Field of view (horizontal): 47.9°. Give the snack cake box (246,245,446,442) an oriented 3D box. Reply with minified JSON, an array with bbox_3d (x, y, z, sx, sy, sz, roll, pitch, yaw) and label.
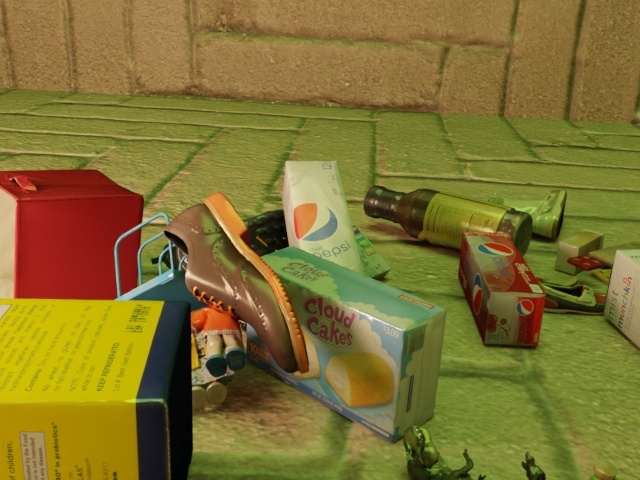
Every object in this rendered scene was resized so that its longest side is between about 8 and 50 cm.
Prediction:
[{"bbox_3d":[0.023,0.122,0.920,0.264,0.152,0.089,20,27,40],"label":"snack cake box"}]

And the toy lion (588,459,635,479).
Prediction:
[{"bbox_3d":[0.312,0.273,0.731,0.096,0.034,0.100,26,30,32],"label":"toy lion"}]

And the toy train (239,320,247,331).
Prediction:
[{"bbox_3d":[-0.141,0.109,1.098,0.158,0.036,0.027,14,24,28],"label":"toy train"}]

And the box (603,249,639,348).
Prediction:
[{"bbox_3d":[0.604,0.109,1.067,0.262,0.126,0.231,-1,23,-8],"label":"box"}]

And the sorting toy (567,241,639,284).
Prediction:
[{"bbox_3d":[0.575,0.054,1.312,0.275,0.046,0.132,-10,24,-31],"label":"sorting toy"}]

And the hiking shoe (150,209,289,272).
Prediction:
[{"bbox_3d":[-0.135,0.005,1.274,0.304,0.113,0.132,-1,-2,-39],"label":"hiking shoe"}]

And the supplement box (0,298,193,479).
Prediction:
[{"bbox_3d":[-0.307,0.178,0.673,0.357,0.195,0.194,2,20,-4],"label":"supplement box"}]

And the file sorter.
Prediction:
[{"bbox_3d":[-0.187,0.043,1.015,0.118,0.104,0.170,-26,-29,30],"label":"file sorter"}]

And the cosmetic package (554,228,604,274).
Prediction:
[{"bbox_3d":[0.495,0.021,1.376,0.041,0.060,0.115,21,29,39],"label":"cosmetic package"}]

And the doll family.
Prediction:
[{"bbox_3d":[-0.204,0.143,0.922,0.263,0.118,0.163,-9,36,-6],"label":"doll family"}]

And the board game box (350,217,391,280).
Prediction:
[{"bbox_3d":[0.042,0.012,1.273,0.103,0.026,0.154,-20,65,-46],"label":"board game box"}]

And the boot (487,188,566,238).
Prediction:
[{"bbox_3d":[0.452,-0.071,1.592,0.165,0.077,0.213,8,24,20],"label":"boot"}]

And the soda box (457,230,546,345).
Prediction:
[{"bbox_3d":[0.287,0.071,1.169,0.083,0.092,0.263,2,21,1],"label":"soda box"}]

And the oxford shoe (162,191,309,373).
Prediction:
[{"bbox_3d":[-0.102,0.062,0.871,0.098,0.097,0.271,-27,56,-14],"label":"oxford shoe"}]

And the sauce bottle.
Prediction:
[{"bbox_3d":[0.246,-0.044,1.446,0.344,0.111,0.111,18,26,36],"label":"sauce bottle"}]

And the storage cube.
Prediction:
[{"bbox_3d":[-0.407,0.001,1.120,0.193,0.215,0.184,-6,21,-39],"label":"storage cube"}]

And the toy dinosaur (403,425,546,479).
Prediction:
[{"bbox_3d":[0.190,0.262,0.701,0.118,0.064,0.268,-23,29,-20],"label":"toy dinosaur"}]

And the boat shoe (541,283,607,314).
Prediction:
[{"bbox_3d":[0.428,0.094,1.195,0.137,0.043,0.049,2,19,-5],"label":"boat shoe"}]

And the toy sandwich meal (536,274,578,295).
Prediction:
[{"bbox_3d":[0.406,0.076,1.259,0.086,0.029,0.085,2,21,-1],"label":"toy sandwich meal"}]

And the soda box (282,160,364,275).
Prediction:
[{"bbox_3d":[0.000,0.000,1.153,0.091,0.098,0.286,-2,49,-11],"label":"soda box"}]
